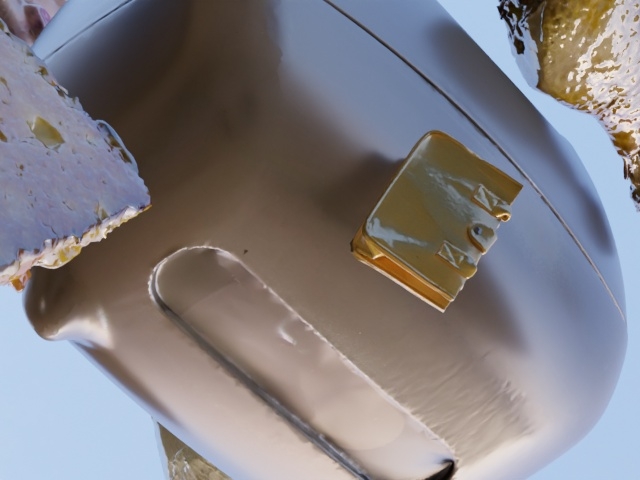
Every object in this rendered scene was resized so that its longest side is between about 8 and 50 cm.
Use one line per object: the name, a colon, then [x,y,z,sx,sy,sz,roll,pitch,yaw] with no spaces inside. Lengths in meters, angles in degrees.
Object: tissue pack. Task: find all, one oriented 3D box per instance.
tissue pack: [0.000,0.000,0.959,0.267,0.387,0.277,-30,-148,29]

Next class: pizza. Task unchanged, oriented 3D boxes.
pizza: [-0.115,-0.029,0.505,0.041,0.131,0.178,-43,-124,28]

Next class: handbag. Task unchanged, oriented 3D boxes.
handbag: [0.058,-0.010,0.793,0.061,0.083,0.027,33,-35,0]

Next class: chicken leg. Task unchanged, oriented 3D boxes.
chicken leg: [0.197,-0.101,1.037,0.107,0.251,0.087,-28,-148,10]

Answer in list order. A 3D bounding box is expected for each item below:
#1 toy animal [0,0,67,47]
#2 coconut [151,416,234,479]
toy animal: [-0.296,-0.132,1.189,0.149,0.248,0.165,18,-56,49]
coconut: [-0.056,0.161,1.270,0.162,0.161,0.161,17,-83,-3]
